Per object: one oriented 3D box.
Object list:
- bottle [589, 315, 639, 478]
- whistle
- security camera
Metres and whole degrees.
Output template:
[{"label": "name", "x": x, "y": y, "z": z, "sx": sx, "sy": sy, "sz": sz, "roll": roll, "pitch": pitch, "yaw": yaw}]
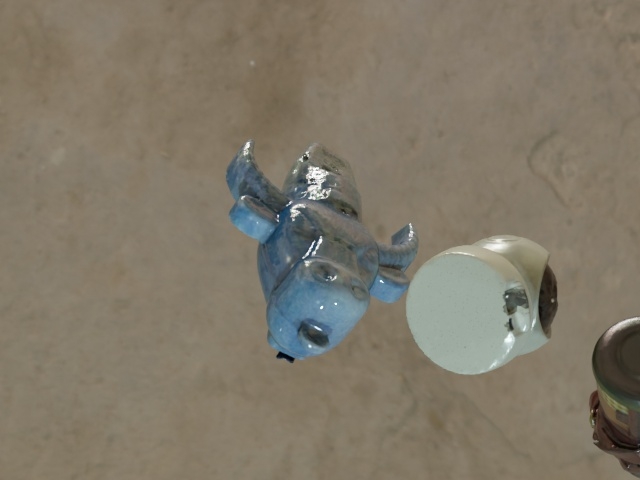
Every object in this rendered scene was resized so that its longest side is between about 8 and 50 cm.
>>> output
[{"label": "bottle", "x": 0.417, "y": 0.221, "z": 1.253, "sx": 0.143, "sy": 0.271, "sz": 0.156, "roll": -36, "pitch": 50, "yaw": -13}, {"label": "whistle", "x": 0.000, "y": 0.000, "z": 0.801, "sx": 0.093, "sy": 0.180, "sz": 0.269, "roll": -53, "pitch": 20, "yaw": 34}, {"label": "security camera", "x": 0.263, "y": 0.089, "z": 1.467, "sx": 0.195, "sy": 0.236, "sz": 0.194, "roll": 6, "pitch": 101, "yaw": 35}]
